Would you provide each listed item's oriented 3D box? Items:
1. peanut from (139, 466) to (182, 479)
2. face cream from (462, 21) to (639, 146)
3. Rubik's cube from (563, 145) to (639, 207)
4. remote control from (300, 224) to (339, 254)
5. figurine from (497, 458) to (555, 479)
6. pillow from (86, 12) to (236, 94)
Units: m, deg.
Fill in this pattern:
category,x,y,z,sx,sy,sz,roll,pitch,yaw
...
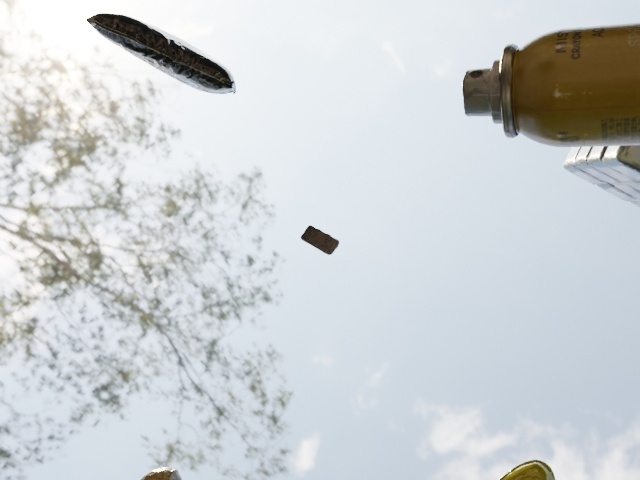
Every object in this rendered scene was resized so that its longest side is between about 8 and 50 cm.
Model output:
category,x,y,z,sx,sy,sz,roll,pitch,yaw
peanut,-0.277,0.433,1.247,0.193,0.089,0.089,-53,-139,14
face cream,0.295,-0.132,0.672,0.348,0.105,0.105,1,-129,22
Rubik's cube,0.550,-0.167,1.164,0.256,0.259,0.253,26,-89,0
remote control,0.000,0.000,1.677,0.096,0.014,0.039,29,-101,38
figurine,0.230,0.475,1.116,0.339,0.231,0.324,-6,-109,17
pillow,-0.211,-0.257,1.107,0.055,0.208,0.141,-62,-173,9
